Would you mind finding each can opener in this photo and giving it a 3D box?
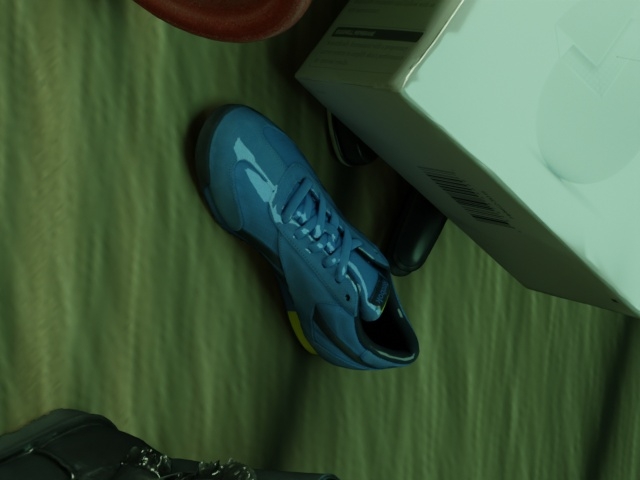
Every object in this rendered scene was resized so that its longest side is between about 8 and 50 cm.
[{"bbox_3d":[0.084,-0.062,1.256,0.059,0.073,0.186,88,22,-84],"label":"can opener"}]

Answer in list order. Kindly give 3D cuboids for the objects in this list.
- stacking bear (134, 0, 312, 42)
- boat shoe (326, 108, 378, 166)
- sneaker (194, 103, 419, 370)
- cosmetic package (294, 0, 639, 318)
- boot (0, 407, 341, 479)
[{"bbox_3d":[-0.005,-0.255,1.029,0.289,0.175,0.164,-56,133,-35],"label":"stacking bear"},{"bbox_3d":[0.037,-0.110,1.192,0.049,0.042,0.133,9,93,-51],"label":"boat shoe"},{"bbox_3d":[0.000,0.000,1.145,0.069,0.082,0.209,-51,131,-25],"label":"sneaker"},{"bbox_3d":[0.149,-0.113,1.150,0.224,0.138,0.224,41,79,-26],"label":"cosmetic package"},{"bbox_3d":[-0.125,0.168,0.941,0.246,0.207,0.094,-30,118,-41],"label":"boot"}]
